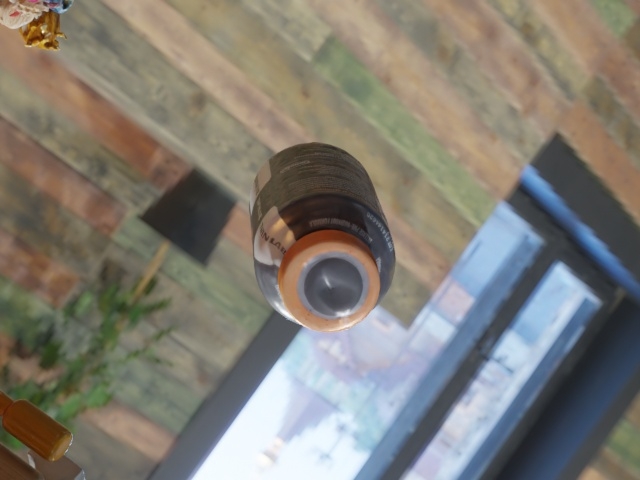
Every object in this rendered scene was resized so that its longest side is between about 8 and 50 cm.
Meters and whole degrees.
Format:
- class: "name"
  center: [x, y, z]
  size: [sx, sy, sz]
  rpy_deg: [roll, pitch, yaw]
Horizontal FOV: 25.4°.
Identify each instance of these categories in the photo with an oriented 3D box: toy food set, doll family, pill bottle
- class: "toy food set"
  center: [-0.339, 0.261, 1.565]
  size: [0.104, 0.111, 0.232]
  rpy_deg: [34, 152, 14]
- class: "doll family"
  center: [-0.239, -0.258, 1.239]
  size: [0.118, 0.163, 0.263]
  rpy_deg: [10, -155, -33]
- class: "pill bottle"
  center: [0.000, 0.000, 1.326]
  size: [0.130, 0.130, 0.245]
  rpy_deg: [37, -167, -15]
